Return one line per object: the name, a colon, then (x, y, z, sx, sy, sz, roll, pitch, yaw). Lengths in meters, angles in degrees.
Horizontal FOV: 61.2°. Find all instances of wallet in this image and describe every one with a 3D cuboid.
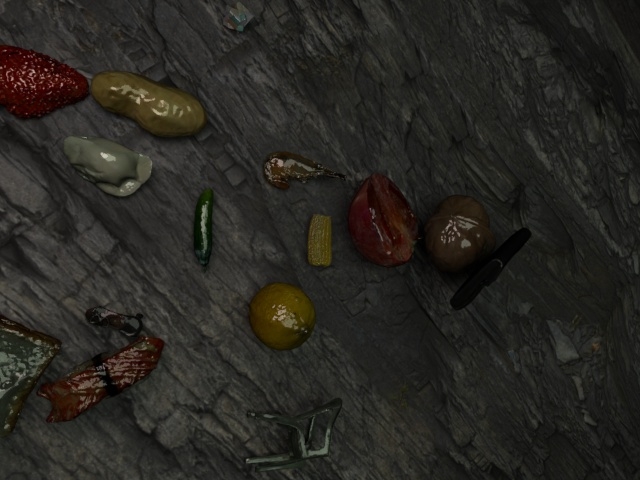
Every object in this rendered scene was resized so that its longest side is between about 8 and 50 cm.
wallet: (0.574, 0.087, 1.802, 0.062, 0.228, 0.406, 46, 34, 11)

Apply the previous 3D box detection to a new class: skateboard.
skateboard: (-0.555, 0.218, 1.455, 0.151, 0.080, 0.067, 18, 86, -20)

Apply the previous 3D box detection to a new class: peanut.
peanut: (-0.468, -0.371, 1.492, 0.318, 0.147, 0.148, 17, 81, -25)

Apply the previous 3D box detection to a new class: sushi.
sushi: (-0.567, 0.360, 1.426, 0.332, 0.130, 0.124, -25, 93, -28)

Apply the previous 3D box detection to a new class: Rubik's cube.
Rubik's cube: (-0.257, -0.669, 1.634, 0.084, 0.075, 0.073, 31, 59, -5)

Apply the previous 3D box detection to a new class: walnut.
walnut: (0.464, -0.017, 1.823, 0.273, 0.273, 0.227, -37, 60, -21)

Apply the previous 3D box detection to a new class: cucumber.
cucumber: (-0.341, -0.029, 1.577, 0.056, 0.056, 0.250, 3, 83, -24)

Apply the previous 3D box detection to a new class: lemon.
lemon: (-0.111, 0.222, 1.582, 0.192, 0.231, 0.192, -22, 126, -34)

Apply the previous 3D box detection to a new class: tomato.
tomato: (0.177, -0.049, 1.748, 0.309, 0.170, 0.309, 33, 43, -37)

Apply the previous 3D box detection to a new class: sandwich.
sandwich: (-0.828, 0.339, 1.301, 0.262, 0.131, 0.326, 30, 77, -21)

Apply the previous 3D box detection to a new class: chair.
chair: (-0.073, 0.563, 1.591, 0.274, 0.203, 0.191, 5, 74, -19)

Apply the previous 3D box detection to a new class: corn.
corn: (0.000, 0.000, 1.721, 0.085, 0.063, 0.165, 6, 83, -14)

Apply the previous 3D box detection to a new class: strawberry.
strawberry: (-0.747, -0.414, 1.388, 0.286, 0.106, 0.188, -8, 92, -25)

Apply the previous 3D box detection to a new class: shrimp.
shrimp: (-0.053, -0.203, 1.710, 0.262, 0.066, 0.117, 18, 95, -8)

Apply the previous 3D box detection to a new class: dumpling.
dumpling: (-0.577, -0.199, 1.458, 0.228, 0.124, 0.151, 20, 116, -16)
